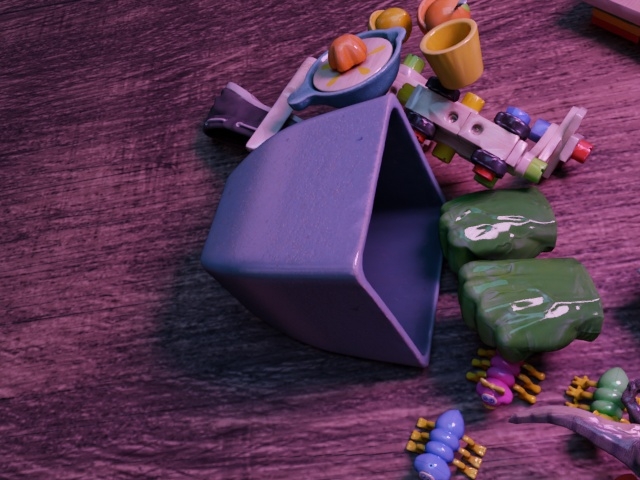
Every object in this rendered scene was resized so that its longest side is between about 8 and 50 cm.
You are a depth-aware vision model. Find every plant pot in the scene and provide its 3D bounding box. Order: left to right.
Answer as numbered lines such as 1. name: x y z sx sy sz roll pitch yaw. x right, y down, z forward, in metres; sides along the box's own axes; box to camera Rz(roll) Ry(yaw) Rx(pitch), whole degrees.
1. plant pot: 0.000 0.000 0.853 0.252 0.247 0.248 -3 57 28

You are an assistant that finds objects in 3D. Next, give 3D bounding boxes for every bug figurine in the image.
1. bug figurine: 0.241 0.220 0.738 0.278 0.072 0.216 15 63 23

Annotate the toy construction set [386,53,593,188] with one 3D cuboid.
1. toy construction set: 0.206 -0.152 0.925 0.327 0.215 0.151 17 90 18

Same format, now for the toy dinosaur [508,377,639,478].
1. toy dinosaur: 0.336 0.197 0.658 0.268 0.064 0.118 27 68 30

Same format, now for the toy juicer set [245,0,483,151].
1. toy juicer set: 0.046 -0.247 0.879 0.328 0.089 0.209 -15 42 23

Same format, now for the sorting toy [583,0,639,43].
1. sorting toy: 0.579 -0.380 1.022 0.257 0.089 0.255 -41 57 -13

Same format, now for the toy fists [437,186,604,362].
1. toy fists: 0.226 0.032 0.822 0.142 0.096 0.279 -3 40 -2

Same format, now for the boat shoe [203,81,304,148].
1. boat shoe: -0.076 -0.151 1.026 0.096 0.112 0.335 -53 44 0

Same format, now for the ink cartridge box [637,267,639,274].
1. ink cartridge box: 0.483 0.068 0.728 0.148 0.086 0.203 -10 49 -30
